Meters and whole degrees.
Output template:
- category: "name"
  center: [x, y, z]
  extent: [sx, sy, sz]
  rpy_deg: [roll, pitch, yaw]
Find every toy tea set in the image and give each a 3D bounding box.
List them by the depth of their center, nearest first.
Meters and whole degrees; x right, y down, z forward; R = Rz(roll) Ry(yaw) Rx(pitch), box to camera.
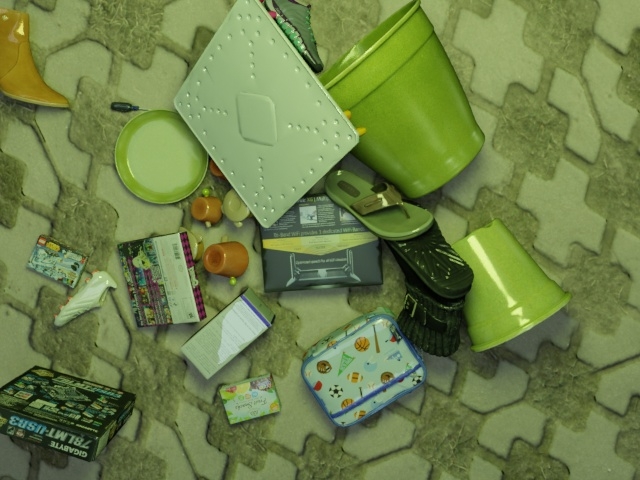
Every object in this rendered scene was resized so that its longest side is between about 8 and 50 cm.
- category: "toy tea set"
  center: [-0.237, -0.058, 1.722]
  extent: [0.200, 0.124, 0.336]
  rpy_deg: [29, 101, 28]

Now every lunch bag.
- category: "lunch bag"
  center: [0.120, 0.330, 1.738]
  extent: [0.303, 0.115, 0.243]
  rpy_deg: [-31, 97, 6]

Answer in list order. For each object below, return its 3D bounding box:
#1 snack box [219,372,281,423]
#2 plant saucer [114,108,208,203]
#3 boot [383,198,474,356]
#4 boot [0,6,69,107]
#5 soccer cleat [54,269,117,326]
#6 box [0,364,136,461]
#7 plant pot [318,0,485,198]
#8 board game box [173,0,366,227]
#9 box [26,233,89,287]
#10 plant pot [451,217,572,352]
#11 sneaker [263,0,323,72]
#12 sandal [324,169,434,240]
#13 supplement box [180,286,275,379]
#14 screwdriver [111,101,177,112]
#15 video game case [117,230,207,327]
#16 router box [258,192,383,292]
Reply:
- category: "snack box"
  center: [-0.186, 0.422, 1.792]
  extent: [0.141, 0.037, 0.100]
  rpy_deg: [-16, 97, 3]
- category: "plant saucer"
  center: [-0.405, -0.216, 1.727]
  extent: [0.241, 0.037, 0.241]
  rpy_deg: [0, 96, 2]
- category: "boot"
  center: [0.234, 0.091, 1.634]
  extent: [0.131, 0.348, 0.260]
  rpy_deg: [-16, 138, -15]
- category: "boot"
  center: [-0.748, -0.460, 1.676]
  extent: [0.295, 0.104, 0.211]
  rpy_deg: [17, 97, 4]
- category: "soccer cleat"
  center: [-0.619, 0.163, 1.763]
  extent: [0.076, 0.068, 0.196]
  rpy_deg: [43, 93, -6]
- category: "box"
  center: [-0.647, 0.421, 1.678]
  extent: [0.296, 0.293, 0.073]
  rpy_deg: [17, 95, -1]
- category: "plant pot"
  center: [0.189, -0.300, 1.567]
  extent: [0.366, 0.366, 0.353]
  rpy_deg: [-40, 104, 5]
- category: "board game box"
  center: [-0.128, -0.276, 1.495]
  extent: [0.390, 0.050, 0.390]
  rpy_deg: [54, 136, 4]
- category: "box"
  center: [-0.691, 0.054, 1.770]
  extent: [0.137, 0.027, 0.094]
  rpy_deg: [26, 98, -2]
- category: "plant pot"
  center: [0.426, 0.095, 1.645]
  extent: [0.276, 0.276, 0.254]
  rpy_deg: [-31, 83, 5]
- category: "sneaker"
  center: [-0.042, -0.527, 1.661]
  extent: [0.098, 0.083, 0.223]
  rpy_deg: [-36, 94, 0]
- category: "sandal"
  center: [0.125, -0.094, 1.581]
  extent: [0.303, 0.086, 0.120]
  rpy_deg: [31, 58, 28]
- category: "supplement box"
  center: [-0.237, 0.238, 1.736]
  extent: [0.220, 0.111, 0.114]
  rpy_deg: [-42, 93, 5]
- category: "screwdriver"
  center: [-0.452, -0.340, 1.722]
  extent: [0.170, 0.024, 0.025]
  rpy_deg: [2, 125, 0]
- category: "video game case"
  center: [-0.408, 0.102, 1.721]
  extent: [0.210, 0.042, 0.232]
  rpy_deg: [-10, 97, 27]
- category: "router box"
  center: [0.000, 0.000, 1.717]
  extent: [0.309, 0.081, 0.242]
  rpy_deg: [-4, 96, 2]
